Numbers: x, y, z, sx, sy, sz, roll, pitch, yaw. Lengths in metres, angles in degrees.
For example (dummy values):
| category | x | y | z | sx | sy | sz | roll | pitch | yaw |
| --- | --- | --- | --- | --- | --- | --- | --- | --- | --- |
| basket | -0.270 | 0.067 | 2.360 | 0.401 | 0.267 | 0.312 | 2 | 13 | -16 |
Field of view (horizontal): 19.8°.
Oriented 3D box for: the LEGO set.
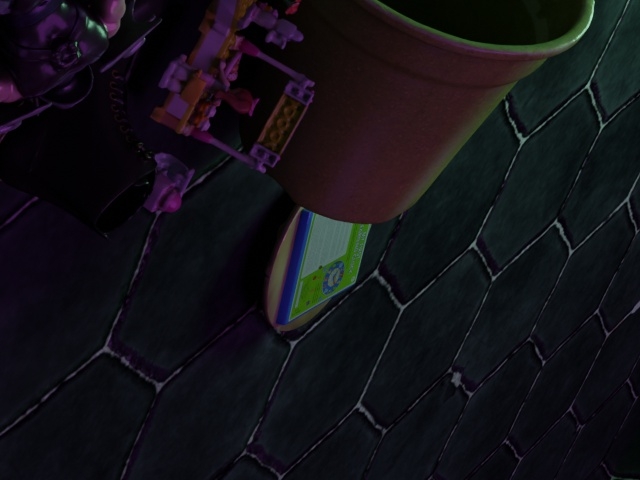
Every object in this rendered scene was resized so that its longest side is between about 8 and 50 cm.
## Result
| category | x | y | z | sx | sy | sz | roll | pitch | yaw |
| --- | --- | --- | --- | --- | --- | --- | --- | --- | --- |
| LEGO set | -0.052 | -0.144 | 1.437 | 0.287 | 0.107 | 0.132 | -61 | 178 | 32 |

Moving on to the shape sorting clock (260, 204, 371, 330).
| category | x | y | z | sx | sy | sz | roll | pitch | yaw |
| --- | --- | --- | --- | --- | --- | --- | --- | --- | --- |
| shape sorting clock | 0.000 | 0.000 | 1.910 | 0.206 | 0.040 | 0.206 | -42 | 149 | -33 |

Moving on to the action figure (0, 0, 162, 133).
| category | x | y | z | sx | sy | sz | roll | pitch | yaw |
| --- | --- | --- | --- | --- | --- | --- | --- | --- | --- |
| action figure | -0.201 | -0.179 | 1.229 | 0.185 | 0.099 | 0.285 | -46 | 154 | -22 |

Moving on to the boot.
| category | x | y | z | sx | sy | sz | roll | pitch | yaw |
| --- | --- | --- | --- | --- | --- | --- | --- | --- | --- |
| boot | -0.150 | -0.099 | 1.383 | 0.198 | 0.137 | 0.077 | -53 | 156 | -9 |

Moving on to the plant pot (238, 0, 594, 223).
| category | x | y | z | sx | sy | sz | roll | pitch | yaw |
| --- | --- | --- | --- | --- | --- | --- | --- | --- | --- |
| plant pot | 0.055 | -0.160 | 1.585 | 0.276 | 0.276 | 0.254 | -29 | 155 | -46 |
